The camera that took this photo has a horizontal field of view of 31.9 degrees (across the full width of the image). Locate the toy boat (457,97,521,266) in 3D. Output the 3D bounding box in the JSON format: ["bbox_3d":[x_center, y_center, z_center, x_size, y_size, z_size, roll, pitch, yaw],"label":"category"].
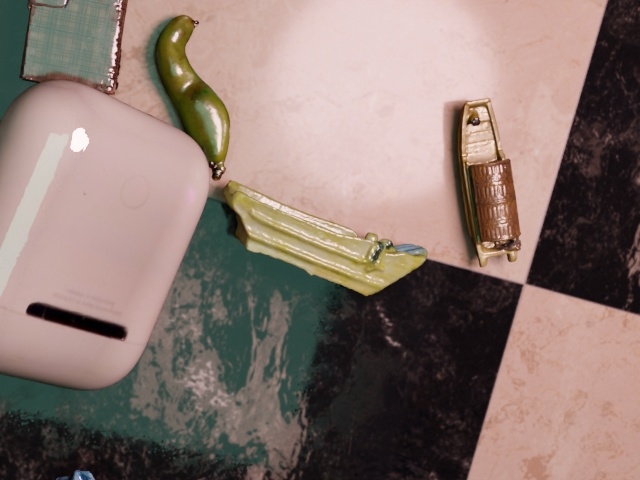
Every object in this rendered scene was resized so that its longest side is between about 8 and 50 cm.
[{"bbox_3d":[0.226,-0.077,1.499,0.068,0.088,0.226,-10,99,-10],"label":"toy boat"}]

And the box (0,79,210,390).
[{"bbox_3d":[-0.291,0.001,1.330,0.288,0.141,0.349,23,91,-48],"label":"box"}]

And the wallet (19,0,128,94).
[{"bbox_3d":[-0.298,-0.303,1.386,0.124,0.042,0.230,8,95,-16],"label":"wallet"}]

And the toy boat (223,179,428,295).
[{"bbox_3d":[-0.001,0.006,1.447,0.276,0.111,0.084,19,97,-16],"label":"toy boat"}]

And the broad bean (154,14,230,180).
[{"bbox_3d":[-0.159,-0.180,1.426,0.070,0.048,0.214,-17,96,-9],"label":"broad bean"}]

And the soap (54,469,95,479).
[{"bbox_3d":[-0.362,0.429,1.433,0.293,0.077,0.156,-42,103,-5],"label":"soap"}]
